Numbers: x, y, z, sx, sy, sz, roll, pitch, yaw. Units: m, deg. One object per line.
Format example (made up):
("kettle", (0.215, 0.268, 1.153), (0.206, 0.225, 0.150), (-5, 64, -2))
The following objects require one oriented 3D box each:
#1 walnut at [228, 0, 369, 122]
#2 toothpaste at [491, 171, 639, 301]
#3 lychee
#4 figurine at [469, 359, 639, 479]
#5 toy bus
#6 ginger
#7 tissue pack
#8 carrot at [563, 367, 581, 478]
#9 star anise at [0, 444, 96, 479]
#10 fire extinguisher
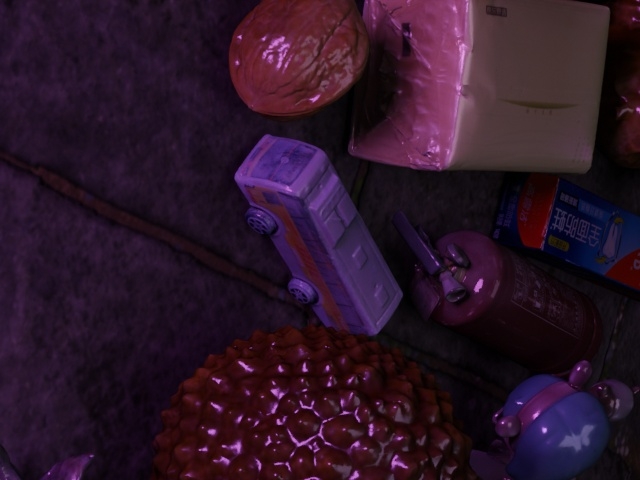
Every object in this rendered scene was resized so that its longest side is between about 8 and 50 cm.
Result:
("walnut", (-0.017, -0.145, 1.388), (0.124, 0.105, 0.105), (-54, 135, -19))
("toothpaste", (0.289, 0.004, 1.815), (0.320, 0.066, 0.076), (19, 84, -50))
("lychee", (0.004, 0.192, 1.371), (0.267, 0.267, 0.268), (-15, 110, -48))
("figurine", (0.245, 0.209, 1.729), (0.205, 0.103, 0.260), (-26, 147, -11))
("toy bus", (0.000, 0.000, 1.458), (0.064, 0.075, 0.190), (-53, 135, -27))
("ginger", (0.384, -0.173, 1.831), (0.357, 0.152, 0.274), (20, 64, -51))
("tissue pack", (0.143, -0.141, 1.556), (0.234, 0.125, 0.159), (-1, 99, -49))
("carrot", (0.247, 0.177, 1.825), (0.042, 0.042, 0.171), (-35, 125, -40))
("star anise", (-0.213, 0.236, 1.268), (0.181, 0.061, 0.204), (-59, 137, -22))
("fire extinguisher", (0.160, 0.050, 1.653), (0.269, 0.104, 0.105), (27, 78, -50))
